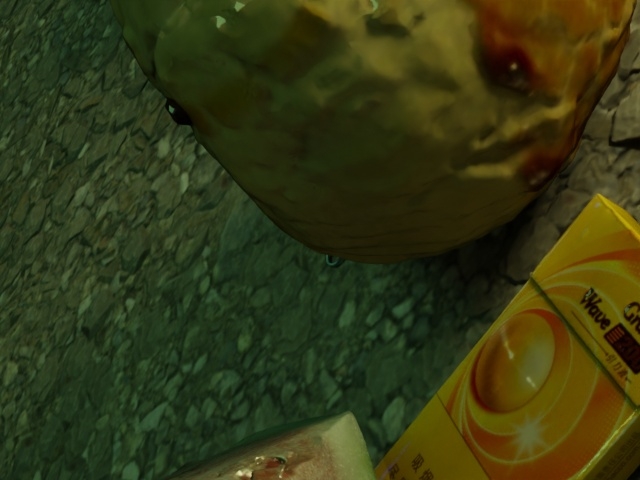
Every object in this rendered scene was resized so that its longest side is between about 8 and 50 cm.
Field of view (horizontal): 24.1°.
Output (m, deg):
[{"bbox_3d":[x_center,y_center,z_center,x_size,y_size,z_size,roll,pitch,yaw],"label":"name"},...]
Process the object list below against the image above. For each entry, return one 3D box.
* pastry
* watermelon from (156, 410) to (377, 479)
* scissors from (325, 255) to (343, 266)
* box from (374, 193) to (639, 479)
[{"bbox_3d":[0.042,-0.178,1.016,0.312,0.388,0.388,-34,39,9],"label":"pastry"},{"bbox_3d":[-0.054,0.227,0.961,0.193,0.232,0.310,-26,42,31],"label":"watermelon"},{"bbox_3d":[0.000,0.000,1.257,0.083,0.006,0.036,18,83,57],"label":"scissors"},{"bbox_3d":[0.136,0.116,0.952,0.269,0.043,0.152,-52,35,15],"label":"box"}]
